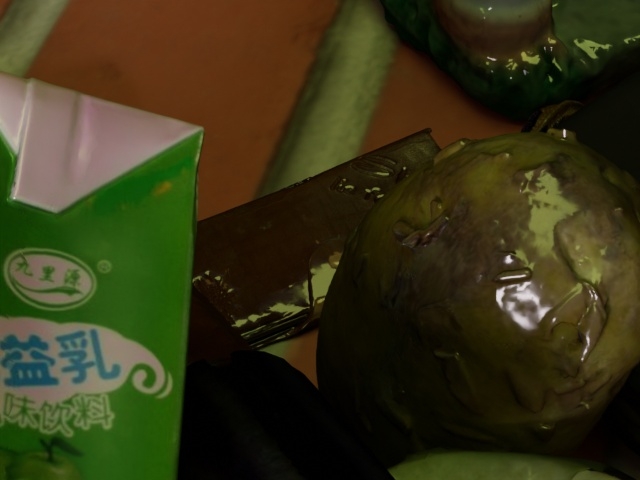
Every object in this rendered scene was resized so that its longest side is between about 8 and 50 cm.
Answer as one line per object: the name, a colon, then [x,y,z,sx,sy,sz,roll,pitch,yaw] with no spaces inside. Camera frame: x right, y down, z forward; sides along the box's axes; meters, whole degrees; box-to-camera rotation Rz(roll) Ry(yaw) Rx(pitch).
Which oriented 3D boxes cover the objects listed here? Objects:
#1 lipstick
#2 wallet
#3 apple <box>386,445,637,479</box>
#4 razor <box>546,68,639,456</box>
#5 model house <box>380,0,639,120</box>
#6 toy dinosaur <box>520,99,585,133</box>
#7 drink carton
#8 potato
lipstick: [-0.051,0.067,0.705,0.077,0.077,0.418,-21,18,-13]
wallet: [0.000,0.000,0.914,0.176,0.026,0.095,-21,53,-12]
apple: [0.067,0.185,0.654,0.188,0.174,0.207,5,91,33]
razor: [0.243,-0.031,0.863,0.349,0.113,0.204,-35,52,-23]
model house: [0.159,-0.268,0.937,0.267,0.325,0.194,-24,50,-15]
toy dinosaur: [0.126,-0.051,0.935,0.037,0.058,0.180,43,40,15]
drink carton: [-0.119,0.094,0.589,0.108,0.161,0.271,15,57,-19]
potato: [0.063,0.043,0.741,0.113,0.251,0.149,-9,72,-31]
